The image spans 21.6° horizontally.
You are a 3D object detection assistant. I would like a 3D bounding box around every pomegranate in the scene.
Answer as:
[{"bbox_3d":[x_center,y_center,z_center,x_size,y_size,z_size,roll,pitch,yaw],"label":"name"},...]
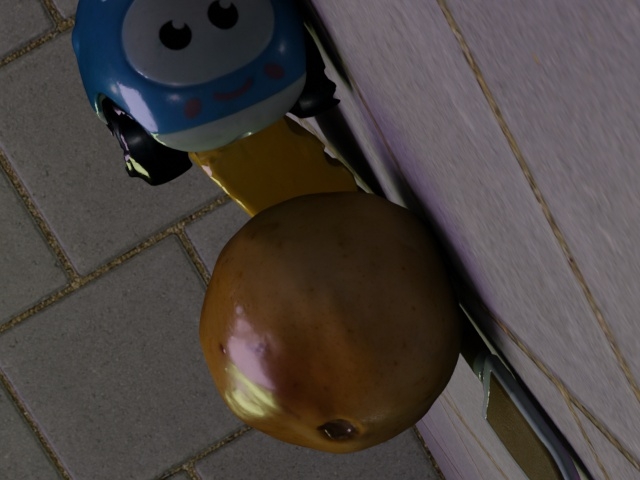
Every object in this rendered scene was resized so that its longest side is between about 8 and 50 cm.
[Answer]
[{"bbox_3d":[0.007,0.068,1.375,0.233,0.233,0.233,60,178,4],"label":"pomegranate"}]

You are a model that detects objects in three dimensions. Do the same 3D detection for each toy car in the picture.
[{"bbox_3d":[-0.112,-0.175,1.367,0.255,0.188,0.190,-123,12,-60],"label":"toy car"}]

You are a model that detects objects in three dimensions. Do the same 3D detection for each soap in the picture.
[{"bbox_3d":[-0.063,-0.086,1.679,0.204,0.096,0.324,44,180,-22],"label":"soap"}]

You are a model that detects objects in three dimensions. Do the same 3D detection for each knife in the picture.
[{"bbox_3d":[0.147,0.126,1.370,0.343,0.027,0.061,-122,30,-54],"label":"knife"}]
